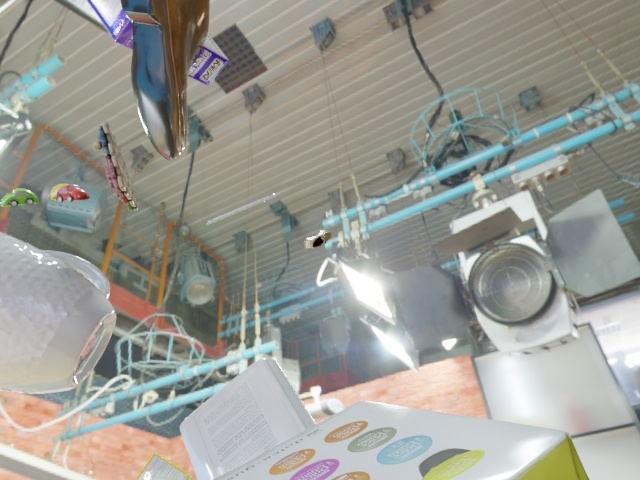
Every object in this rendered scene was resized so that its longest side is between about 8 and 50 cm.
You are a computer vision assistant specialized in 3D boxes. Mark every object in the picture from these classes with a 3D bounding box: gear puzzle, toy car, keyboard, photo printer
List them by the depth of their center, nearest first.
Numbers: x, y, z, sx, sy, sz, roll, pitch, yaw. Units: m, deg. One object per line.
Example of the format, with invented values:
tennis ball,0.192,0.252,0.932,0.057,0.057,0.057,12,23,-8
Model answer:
photo printer,-0.125,0.421,0.953,0.256,0.307,0.107,-39,-47,-6
gear puzzle,-0.511,-0.163,1.205,0.044,0.175,0.339,-16,-5,-16
toy car,-0.844,-0.139,1.455,0.225,0.053,0.239,-11,12,-35
keyboard,-0.256,-0.104,1.575,0.256,0.072,0.014,-25,-79,-12

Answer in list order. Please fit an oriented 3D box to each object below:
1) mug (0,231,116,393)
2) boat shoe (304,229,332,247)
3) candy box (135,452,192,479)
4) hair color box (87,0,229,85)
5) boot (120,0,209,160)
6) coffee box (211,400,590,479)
mug,-0.593,0.131,0.985,0.328,0.374,0.276,24,-67,-4
boat shoe,0.000,0.000,1.784,0.045,0.135,0.050,15,-58,41
candy box,-0.372,0.567,1.002,0.105,0.206,0.027,22,-31,20
hair color box,-0.416,-0.550,1.251,0.110,0.185,0.339,-43,-18,20
boot,-0.208,-0.264,0.697,0.115,0.112,0.305,-32,-39,-42
coffee box,0.038,0.370,0.390,0.338,0.338,0.334,-20,-4,-26
